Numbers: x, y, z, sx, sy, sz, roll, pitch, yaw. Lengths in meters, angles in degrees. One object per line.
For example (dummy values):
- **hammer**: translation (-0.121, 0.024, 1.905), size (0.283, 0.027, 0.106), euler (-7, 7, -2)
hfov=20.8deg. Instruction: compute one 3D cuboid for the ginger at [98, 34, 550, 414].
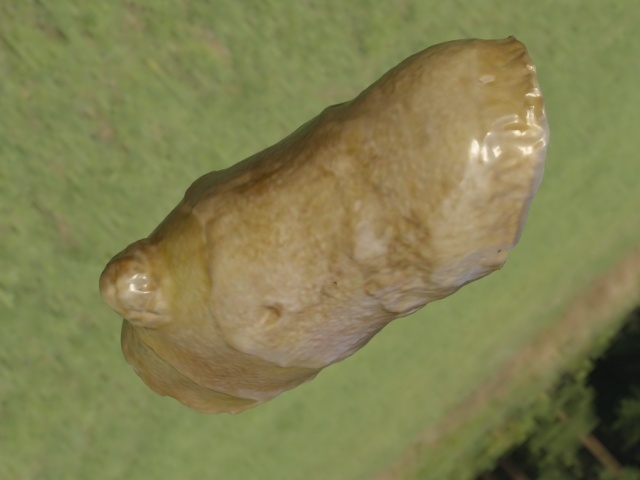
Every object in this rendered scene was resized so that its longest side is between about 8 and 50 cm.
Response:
- **ginger**: translation (0.000, 0.000, 0.957), size (0.190, 0.126, 0.354), euler (14, 143, -40)
